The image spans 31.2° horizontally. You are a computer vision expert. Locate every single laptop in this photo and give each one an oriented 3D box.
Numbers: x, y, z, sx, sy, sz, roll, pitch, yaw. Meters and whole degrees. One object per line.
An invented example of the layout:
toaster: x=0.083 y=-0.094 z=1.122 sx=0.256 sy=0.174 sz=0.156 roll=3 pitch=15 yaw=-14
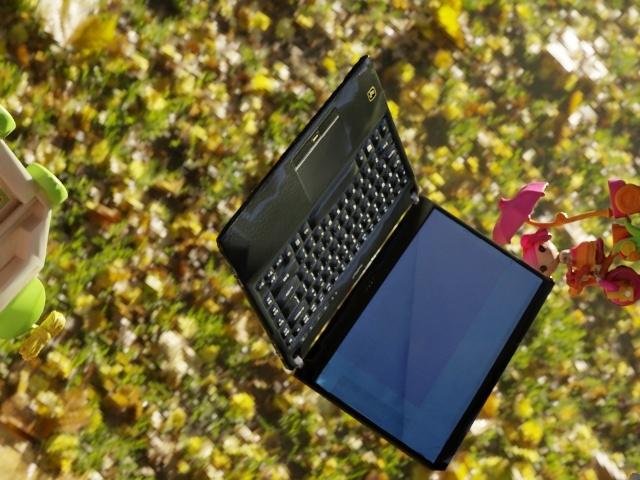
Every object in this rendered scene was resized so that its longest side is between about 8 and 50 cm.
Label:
laptop: x=0.069 y=0.019 z=0.988 sx=0.234 sy=0.136 sz=0.264 roll=-53 pitch=138 yaw=-30

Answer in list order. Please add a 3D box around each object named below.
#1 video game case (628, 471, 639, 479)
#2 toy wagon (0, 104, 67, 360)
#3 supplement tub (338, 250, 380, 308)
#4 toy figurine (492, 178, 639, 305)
video game case: x=0.182 y=0.238 z=0.652 sx=0.143 sy=0.019 sz=0.157 roll=-57 pitch=137 yaw=-43
toy wagon: x=-0.397 y=0.012 z=1.242 sx=0.068 sy=0.344 sz=0.267 roll=28 pitch=68 yaw=36
supplement tub: x=0.000 y=0.000 z=1.416 sx=0.116 sy=0.190 sz=0.117 roll=-8 pitch=63 yaw=16
toy figurine: x=0.256 y=0.002 z=1.163 sx=0.130 sy=0.159 sz=0.173 roll=-19 pitch=106 yaw=-75
